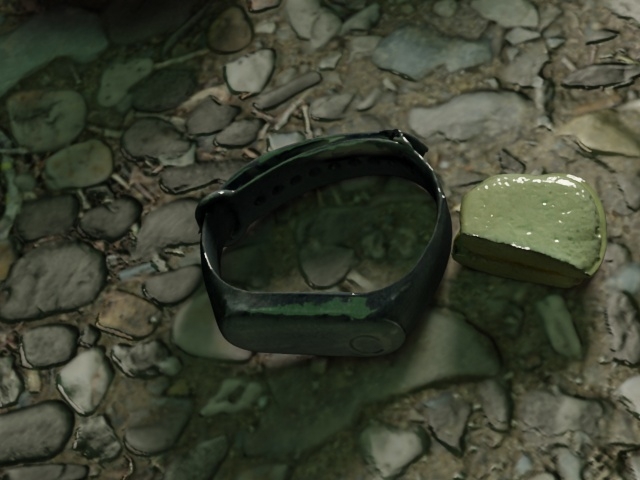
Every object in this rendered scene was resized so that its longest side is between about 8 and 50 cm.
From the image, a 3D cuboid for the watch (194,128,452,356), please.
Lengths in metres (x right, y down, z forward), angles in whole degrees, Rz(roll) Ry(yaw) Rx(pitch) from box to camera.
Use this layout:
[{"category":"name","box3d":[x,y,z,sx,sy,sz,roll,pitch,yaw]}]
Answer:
[{"category":"watch","box3d":[0.000,0.000,1.358,0.206,0.068,0.193,-1,56,13]}]

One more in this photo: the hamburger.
[{"category":"hamburger","box3d":[0.168,-0.014,1.323,0.121,0.054,0.084,15,60,22]}]
